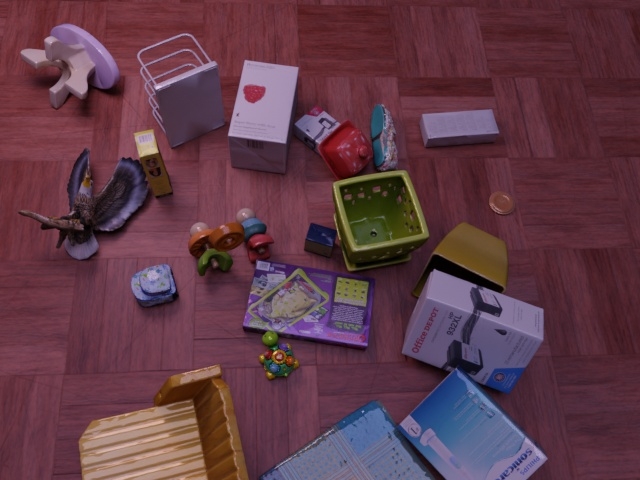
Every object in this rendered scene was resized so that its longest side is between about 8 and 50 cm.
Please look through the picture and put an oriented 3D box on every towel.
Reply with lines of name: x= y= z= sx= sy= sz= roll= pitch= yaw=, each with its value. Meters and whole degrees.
towel: x=0.070 y=0.605 z=1.593 sx=0.370 sy=0.040 sz=0.271 roll=-30 pitch=69 yaw=-15

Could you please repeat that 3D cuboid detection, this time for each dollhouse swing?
dollhouse swing: x=-0.377 y=0.512 z=1.473 sx=0.305 sy=0.315 sz=0.346 roll=-2 pitch=63 yaw=-28

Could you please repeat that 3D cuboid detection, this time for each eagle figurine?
eagle figurine: x=-0.657 y=-0.118 z=1.813 sx=0.226 sy=0.225 sz=0.298 roll=48 pitch=35 yaw=-20

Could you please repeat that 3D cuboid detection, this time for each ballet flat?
ballet flat: x=0.208 y=-0.324 z=2.038 sx=0.077 sy=0.091 sz=0.240 roll=15 pitch=64 yaw=-32

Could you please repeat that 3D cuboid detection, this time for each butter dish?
butter dish: x=0.101 y=-0.272 z=1.943 sx=0.160 sy=0.118 sz=0.160 roll=-45 pitch=116 yaw=-21

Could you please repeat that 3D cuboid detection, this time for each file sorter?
file sorter: x=-0.426 y=-0.458 z=1.931 sx=0.193 sy=0.277 sz=0.173 roll=-28 pitch=68 yaw=-17

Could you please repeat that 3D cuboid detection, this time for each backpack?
backpack: x=-0.463 y=0.122 z=1.754 sx=0.114 sy=0.084 sz=0.105 roll=-17 pitch=65 yaw=-9

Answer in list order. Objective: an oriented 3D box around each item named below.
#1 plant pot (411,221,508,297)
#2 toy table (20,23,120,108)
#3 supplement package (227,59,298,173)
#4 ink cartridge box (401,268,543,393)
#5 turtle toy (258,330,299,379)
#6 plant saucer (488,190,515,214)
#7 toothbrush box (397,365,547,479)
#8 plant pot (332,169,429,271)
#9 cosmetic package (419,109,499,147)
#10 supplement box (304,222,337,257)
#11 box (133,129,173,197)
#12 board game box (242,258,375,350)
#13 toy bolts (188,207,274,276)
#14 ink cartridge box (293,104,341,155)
plant pot: x=0.412 y=0.077 z=1.791 sx=0.212 sy=0.212 sz=0.187 roll=27 pitch=53 yaw=8
toy table: x=-0.786 y=-0.547 z=1.982 sx=0.274 sy=0.252 sz=0.161 roll=26 pitch=48 yaw=19
supplement package: x=-0.173 y=-0.384 z=1.971 sx=0.178 sy=0.175 sz=0.292 roll=7 pitch=64 yaw=0
ink cartridge box: x=0.397 y=0.242 z=1.676 sx=0.308 sy=0.223 sz=0.129 roll=20 pitch=38 yaw=5
turtle toy: x=-0.118 y=0.306 z=1.703 sx=0.095 sy=0.066 sz=0.130 roll=-23 pitch=68 yaw=-15
plant saucer: x=0.571 y=-0.119 z=1.995 sx=0.084 sy=0.013 sz=0.083 roll=2 pitch=65 yaw=-4
toothbrush box: x=0.375 y=0.494 z=1.579 sx=0.295 sy=0.126 sz=0.216 roll=44 pitch=95 yaw=17
plant pot: x=0.157 y=-0.043 z=1.817 sx=0.228 sy=0.207 sz=0.227 roll=-11 pitch=65 yaw=-9
cosmetic package: x=0.452 y=-0.366 z=2.078 sx=0.239 sy=0.060 sz=0.098 roll=-5 pitch=63 yaw=-7
supplement box: x=0.000 y=0.000 z=1.851 sx=0.083 sy=0.083 sz=0.056 roll=17 pitch=64 yaw=4
box: x=-0.481 y=-0.218 z=1.833 sx=0.058 sy=0.232 sz=0.087 roll=-15 pitch=66 yaw=-9
board game box: x=-0.029 y=0.179 z=1.785 sx=0.347 sy=0.056 sz=0.208 roll=10 pitch=60 yaw=0
toy bolts: x=-0.252 y=-0.030 z=1.795 sx=0.229 sy=0.218 sz=0.158 roll=-11 pitch=58 yaw=-30
ink cartridge box: x=0.006 y=-0.343 z=2.028 sx=0.150 sy=0.063 sz=0.109 roll=40 pitch=68 yaw=14
